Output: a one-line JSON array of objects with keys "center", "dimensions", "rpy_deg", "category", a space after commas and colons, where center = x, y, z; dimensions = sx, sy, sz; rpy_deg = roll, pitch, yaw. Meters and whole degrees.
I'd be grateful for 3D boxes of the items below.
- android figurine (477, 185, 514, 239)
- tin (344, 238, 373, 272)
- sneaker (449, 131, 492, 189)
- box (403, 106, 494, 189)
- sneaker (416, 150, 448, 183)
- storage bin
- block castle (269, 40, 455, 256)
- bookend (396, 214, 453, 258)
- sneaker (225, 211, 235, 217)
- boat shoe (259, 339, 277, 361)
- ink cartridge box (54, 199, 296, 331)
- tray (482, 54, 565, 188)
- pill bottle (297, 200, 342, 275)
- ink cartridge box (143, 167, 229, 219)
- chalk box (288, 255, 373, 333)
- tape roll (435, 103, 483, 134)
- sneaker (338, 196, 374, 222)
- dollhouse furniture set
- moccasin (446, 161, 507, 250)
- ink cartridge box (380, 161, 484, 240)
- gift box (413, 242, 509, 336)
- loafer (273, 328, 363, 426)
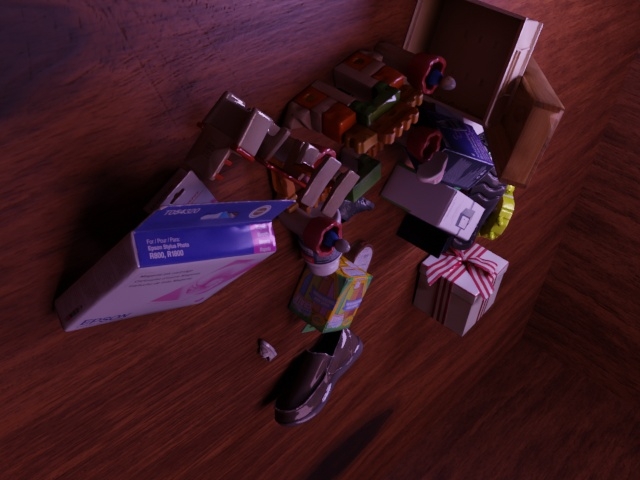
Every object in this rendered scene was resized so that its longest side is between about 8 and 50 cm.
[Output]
[{"center": [0.588, -0.116, 2.383], "dimensions": [0.273, 0.056, 0.248], "rpy_deg": [-80, -168, -46], "category": "android figurine"}, {"center": [0.093, 0.087, 1.992], "dimensions": [0.106, 0.040, 0.190], "rpy_deg": [-7, 124, -50], "category": "tin"}, {"center": [0.462, -0.278, 2.066], "dimensions": [0.343, 0.134, 0.146], "rpy_deg": [-46, -167, -30], "category": "sneaker"}, {"center": [0.328, -0.237, 1.834], "dimensions": [0.207, 0.153, 0.108], "rpy_deg": [10, 138, -40], "category": "box"}, {"center": [0.259, -0.153, 1.650], "dimensions": [0.134, 0.051, 0.070], "rpy_deg": [-47, 157, -47], "category": "sneaker"}, {"center": [0.332, -0.426, 1.630], "dimensions": [0.123, 0.262, 0.260], "rpy_deg": [-19, 133, -52], "category": "storage bin"}, {"center": [0.101, -0.204, 1.535], "dimensions": [0.453, 0.212, 0.303], "rpy_deg": [-42, 147, -26], "category": "block castle"}, {"center": [0.342, -0.010, 2.158], "dimensions": [0.157, 0.156, 0.072], "rpy_deg": [3, 115, -59], "category": "bookend"}, {"center": [-0.196, 0.018, 1.436], "dimensions": [0.068, 0.071, 0.170], "rpy_deg": [-30, 141, -41], "category": "sneaker"}, {"center": [-0.142, 0.290, 1.825], "dimensions": [0.035, 0.035, 0.100], "rpy_deg": [-52, 157, -17], "category": "boat shoe"}, {"center": [-0.238, 0.041, 1.222], "dimensions": [0.330, 0.071, 0.324], "rpy_deg": [-33, 164, 35], "category": "ink cartridge box"}, {"center": [0.479, -0.311, 1.708], "dimensions": [0.411, 0.076, 0.203], "rpy_deg": [-80, -174, -58], "category": "tray"}, {"center": [0.000, 0.000, 1.685], "dimensions": [0.108, 0.108, 0.180], "rpy_deg": [-42, 147, -27], "category": "pill bottle"}, {"center": [-0.250, -0.058, 1.287], "dimensions": [0.104, 0.061, 0.181], "rpy_deg": [-50, 151, -12], "category": "ink cartridge box"}, {"center": [0.016, 0.156, 1.837], "dimensions": [0.132, 0.132, 0.213], "rpy_deg": [-4, 121, -56], "category": "chalk box"}, {"center": [0.441, -0.442, 1.953], "dimensions": [0.286, 0.100, 0.286], "rpy_deg": [-37, 145, -32], "category": "tape roll"}, {"center": [0.070, -0.083, 1.778], "dimensions": [0.089, 0.051, 0.170], "rpy_deg": [-59, 147, 3], "category": "sneaker"}, {"center": [-0.107, -0.143, 1.223], "dimensions": [0.135, 0.262, 0.259], "rpy_deg": [-58, 150, 5], "category": "dollhouse furniture set"}, {"center": [0.515, -0.146, 2.316], "dimensions": [0.139, 0.147, 0.380], "rpy_deg": [6, 129, -9], "category": "moccasin"}, {"center": [0.322, -0.106, 1.989], "dimensions": [0.273, 0.198, 0.115], "rpy_deg": [17, 102, -61], "category": "ink cartridge box"}, {"center": [0.485, 0.156, 2.443], "dimensions": [0.276, 0.255, 0.258], "rpy_deg": [-42, 150, -38], "category": "gift box"}, {"center": [-0.024, 0.374, 2.025], "dimensions": [0.366, 0.133, 0.130], "rpy_deg": [-49, 125, -35], "category": "loafer"}]
